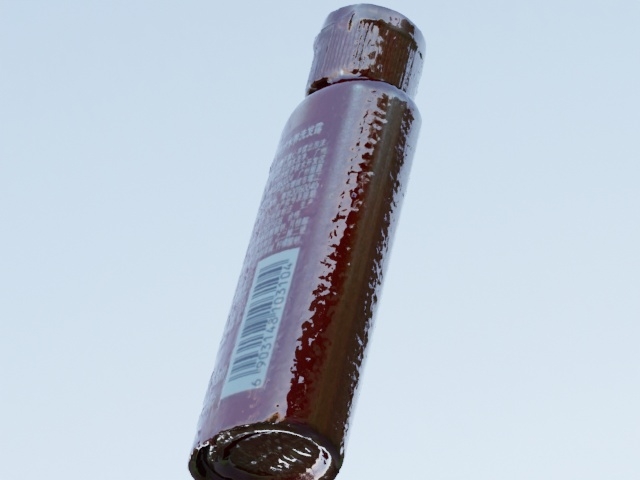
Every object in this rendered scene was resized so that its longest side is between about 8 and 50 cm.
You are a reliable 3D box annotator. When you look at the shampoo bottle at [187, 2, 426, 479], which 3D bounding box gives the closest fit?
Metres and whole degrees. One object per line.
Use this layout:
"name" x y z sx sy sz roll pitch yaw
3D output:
"shampoo bottle" 0.001 0.001 1.146 0.076 0.314 0.118 25 -35 -16
